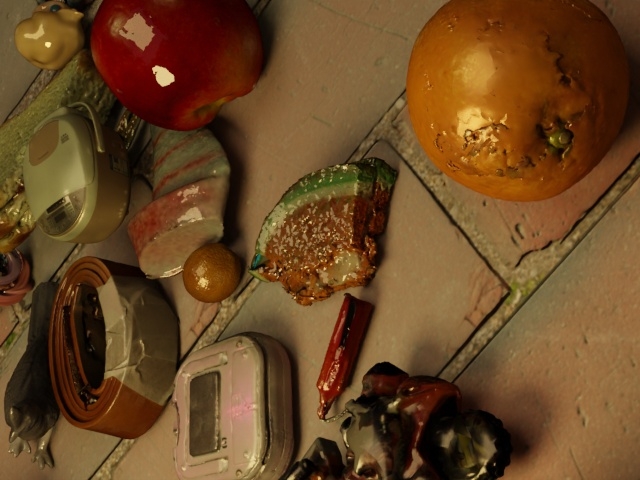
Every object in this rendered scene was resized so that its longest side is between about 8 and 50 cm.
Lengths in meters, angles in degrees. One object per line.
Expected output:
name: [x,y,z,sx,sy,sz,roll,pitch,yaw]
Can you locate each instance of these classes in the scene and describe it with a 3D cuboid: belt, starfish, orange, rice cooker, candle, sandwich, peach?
belt: [-0.295,0.147,1.975,0.184,0.105,0.261,-39,50,30]
starfish: [-0.324,-0.111,2.106,0.216,0.050,0.224,4,73,52]
orange: [-0.147,0.044,1.894,0.085,0.085,0.085,-16,66,39]
rice cooker: [-0.345,-0.092,1.993,0.145,0.127,0.206,-30,55,33]
candle: [0.028,0.148,1.722,0.053,0.048,0.162,-175,103,-79]
sandwich: [-0.009,-0.006,1.776,0.235,0.079,0.159,-23,61,35]
orange: [0.212,-0.167,1.513,0.246,0.246,0.246,-16,66,39]
sandwich: [-0.431,-0.133,2.157,0.288,0.099,0.254,-36,30,28]
peach: [-0.199,-0.278,1.940,0.199,0.243,0.244,136,142,-74]

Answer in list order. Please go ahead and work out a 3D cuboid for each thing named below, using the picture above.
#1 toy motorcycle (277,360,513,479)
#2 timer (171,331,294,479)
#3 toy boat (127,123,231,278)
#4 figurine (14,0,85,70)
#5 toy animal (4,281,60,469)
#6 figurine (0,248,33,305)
toy motorcycle: [0.034,0.278,1.605,0.401,0.134,0.207,-42,51,22]
timer: [-0.117,0.228,1.807,0.190,0.069,0.209,-23,63,39]
toy boat: [-0.202,-0.100,1.997,0.206,0.096,0.282,-39,40,32]
figurine: [-0.431,-0.373,2.279,0.114,0.108,0.196,4,67,7]
toy animal: [-0.419,0.232,2.044,0.367,0.081,0.206,-95,11,-63]
figurine: [-0.522,0.059,2.222,0.114,0.126,0.157,-49,-1,-24]
